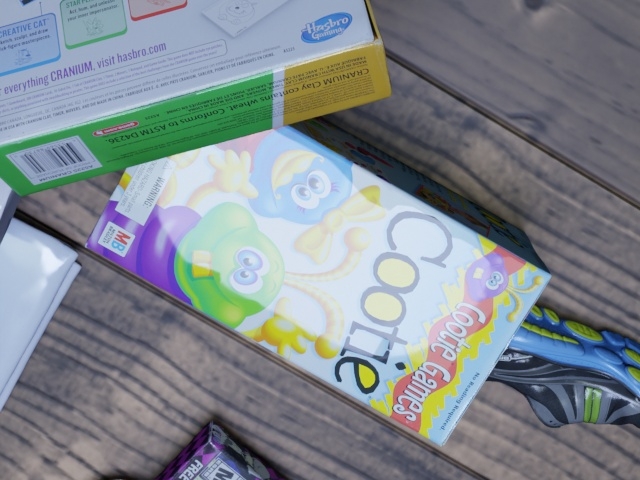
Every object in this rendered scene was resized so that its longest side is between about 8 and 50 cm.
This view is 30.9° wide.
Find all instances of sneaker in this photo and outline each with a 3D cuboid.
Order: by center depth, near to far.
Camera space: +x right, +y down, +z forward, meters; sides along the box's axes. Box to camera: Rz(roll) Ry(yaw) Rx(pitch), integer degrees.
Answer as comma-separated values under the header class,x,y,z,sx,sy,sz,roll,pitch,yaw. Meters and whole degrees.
class,x,y,z,sx,sy,sz,roll,pitch,yaw
sneaker,0.202,0.110,0.887,0.188,0.067,0.078,23,123,-5

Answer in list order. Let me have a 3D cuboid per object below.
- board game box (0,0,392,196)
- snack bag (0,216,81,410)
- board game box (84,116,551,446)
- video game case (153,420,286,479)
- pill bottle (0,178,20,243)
class,x,y,z,sx,sy,sz,roll,pitch,yaw
board game box,-0.106,-0.207,0.735,0.242,0.064,0.316,-14,66,5
snack bag,-0.406,0.063,0.901,0.342,0.037,0.323,29,101,-5
board game box,0.000,0.000,0.820,0.275,0.144,0.142,29,102,-4
video game case,-0.086,0.291,0.928,0.210,0.042,0.232,42,100,-14
pill bottle,-0.334,-0.071,0.779,0.264,0.146,0.146,22,102,-10
